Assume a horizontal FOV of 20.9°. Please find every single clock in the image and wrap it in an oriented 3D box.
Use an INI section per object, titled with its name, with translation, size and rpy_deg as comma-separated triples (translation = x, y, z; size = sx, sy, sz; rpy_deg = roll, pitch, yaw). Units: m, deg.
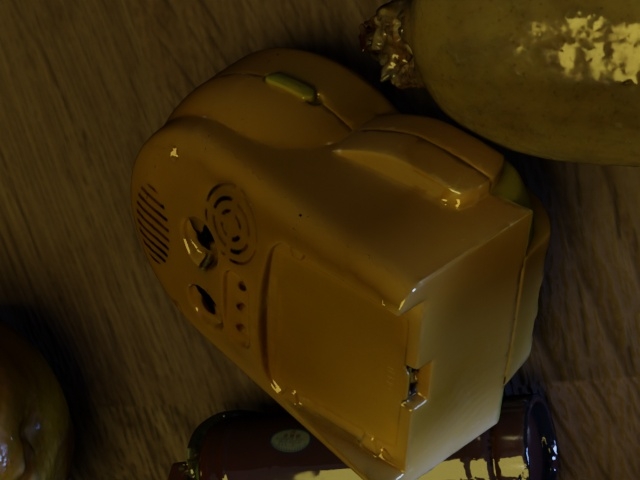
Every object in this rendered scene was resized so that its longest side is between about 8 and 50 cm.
[clock]
translation = 0.000, 0.000, 1.286
size = 0.317, 0.200, 0.244
rpy_deg = 32, 136, 27

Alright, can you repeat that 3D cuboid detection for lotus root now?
[lotus root]
translation = 0.175, -0.136, 1.186
size = 0.342, 0.151, 0.169
rpy_deg = 5, 115, 24

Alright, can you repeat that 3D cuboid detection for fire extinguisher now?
[fire extinguisher]
translation = 0.017, 0.198, 1.413
size = 0.341, 0.105, 0.141
rpy_deg = -7, 69, 22

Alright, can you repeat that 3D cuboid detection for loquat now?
[loquat]
translation = -0.359, 0.187, 1.506
size = 0.283, 0.276, 0.276
rpy_deg = 9, 115, 10
